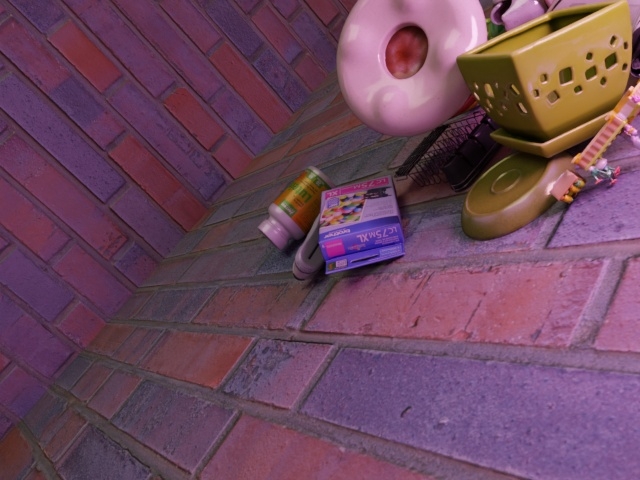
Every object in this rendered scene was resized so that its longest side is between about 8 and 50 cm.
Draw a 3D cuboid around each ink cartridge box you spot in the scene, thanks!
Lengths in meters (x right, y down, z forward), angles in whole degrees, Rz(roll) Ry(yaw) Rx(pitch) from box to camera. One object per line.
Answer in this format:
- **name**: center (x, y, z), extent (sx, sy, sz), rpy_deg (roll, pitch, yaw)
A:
- **ink cartridge box**: center (0.092, -0.046, 1.446), extent (0.185, 0.065, 0.311), rpy_deg (-13, 31, 10)

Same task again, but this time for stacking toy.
- **stacking toy**: center (0.297, -0.403, 1.469), extent (0.350, 0.351, 0.479), rpy_deg (-30, -15, 34)

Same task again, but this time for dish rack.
- **dish rack**: center (0.297, -0.205, 1.469), extent (0.208, 0.074, 0.271), rpy_deg (-48, 17, -16)

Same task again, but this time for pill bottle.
- **pill bottle**: center (-0.066, -0.090, 1.848), extent (0.246, 0.136, 0.136), rpy_deg (-46, 19, -6)

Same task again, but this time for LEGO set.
- **LEGO set**: center (0.496, -0.162, 0.984), extent (0.287, 0.107, 0.132), rpy_deg (-50, -15, -4)

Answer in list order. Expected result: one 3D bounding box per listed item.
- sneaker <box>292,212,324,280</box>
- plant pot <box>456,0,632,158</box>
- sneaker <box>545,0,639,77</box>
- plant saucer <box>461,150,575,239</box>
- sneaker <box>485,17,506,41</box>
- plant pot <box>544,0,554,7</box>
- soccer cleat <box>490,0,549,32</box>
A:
- **sneaker**: center (0.000, 0.000, 1.601), extent (0.258, 0.094, 0.091), rpy_deg (-48, -2, -40)
- **plant pot**: center (0.413, -0.282, 1.129), extent (0.228, 0.207, 0.227), rpy_deg (-25, 19, -5)
- **sneaker**: center (0.563, -0.409, 1.211), extent (0.258, 0.169, 0.447), rpy_deg (-65, 14, -21)
- **plant saucer**: center (0.357, -0.100, 1.173), extent (0.241, 0.037, 0.241), rpy_deg (-37, 20, 16)
- **sneaker**: center (0.519, -0.604, 1.847), extent (0.295, 0.109, 0.124), rpy_deg (0, 72, 59)
- **plant pot**: center (0.685, -0.694, 1.398), extent (0.305, 0.334, 0.334), rpy_deg (-2, 44, 48)
- **soccer cleat**: center (0.493, -0.628, 1.612), extent (0.143, 0.116, 0.331), rpy_deg (-26, 27, 19)
